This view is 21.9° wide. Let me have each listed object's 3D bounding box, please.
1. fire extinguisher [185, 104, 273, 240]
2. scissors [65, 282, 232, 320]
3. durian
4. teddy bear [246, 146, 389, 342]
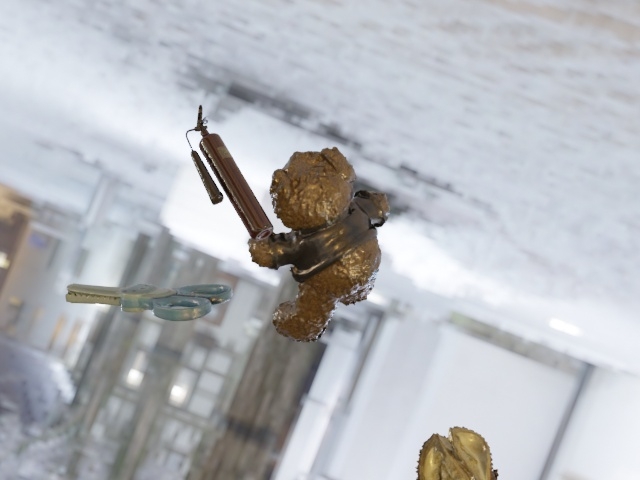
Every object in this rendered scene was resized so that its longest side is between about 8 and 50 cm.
[{"bbox_3d":[-0.111,-0.071,1.877,0.173,0.049,0.035,59,-177,23],"label":"fire extinguisher"},{"bbox_3d":[-0.252,0.080,2.329,0.256,0.030,0.125,3,-163,28],"label":"scissors"},{"bbox_3d":[0.190,0.314,2.163,0.140,0.110,0.071,46,173,32],"label":"durian"},{"bbox_3d":[0.014,0.009,1.981,0.129,0.182,0.251,27,141,43],"label":"teddy bear"}]
